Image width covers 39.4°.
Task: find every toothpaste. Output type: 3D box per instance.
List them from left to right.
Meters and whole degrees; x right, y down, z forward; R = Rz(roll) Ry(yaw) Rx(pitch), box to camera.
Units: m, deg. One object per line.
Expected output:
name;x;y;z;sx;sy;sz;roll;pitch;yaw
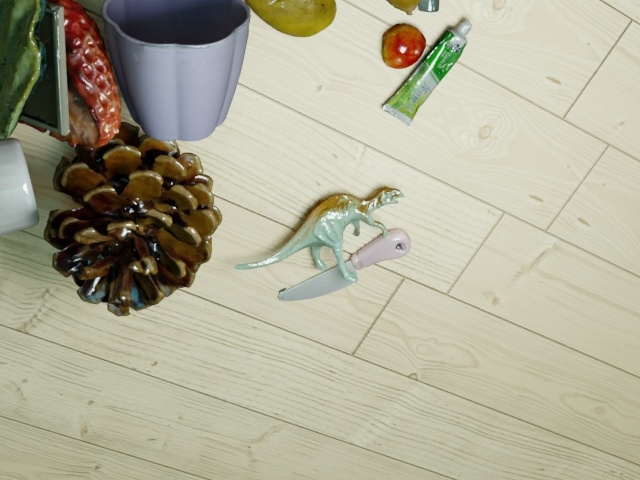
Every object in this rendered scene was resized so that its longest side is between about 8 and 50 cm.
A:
toothpaste;0.229;-0.350;1.852;0.078;0.047;0.248;30;112;-21

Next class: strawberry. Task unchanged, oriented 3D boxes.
strawberry;-0.458;-0.323;1.647;0.280;0.150;0.253;25;123;24

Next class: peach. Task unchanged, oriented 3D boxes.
peach;0.170;-0.388;1.810;0.098;0.061;0.098;-2;113;-4

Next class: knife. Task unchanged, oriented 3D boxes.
knife;0.059;0.070;2.075;0.336;0.043;0.081;-27;127;13

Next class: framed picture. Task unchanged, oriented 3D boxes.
framed picture;-0.572;-0.338;1.615;0.315;0.024;0.232;22;121;28

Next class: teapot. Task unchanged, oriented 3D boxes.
teapot;0.219;-0.509;1.764;0.043;0.043;0.110;0;115;-9

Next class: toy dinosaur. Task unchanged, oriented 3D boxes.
toy dinosaur;0.000;0.000;1.983;0.393;0.092;0.205;-10;118;-3

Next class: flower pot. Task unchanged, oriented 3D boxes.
flower pot;-0.262;-0.327;1.675;0.265;0.265;0.243;-3;132;-8

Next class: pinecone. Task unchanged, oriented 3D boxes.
pinecone;-0.383;-0.019;1.746;0.385;0.384;0.384;-4;120;-7

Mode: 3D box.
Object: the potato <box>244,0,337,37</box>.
potato;-0.083;-0.535;1.641;0.177;0.195;0.369;7;139;37

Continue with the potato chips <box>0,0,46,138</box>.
potato chips;-0.610;-0.389;1.549;0.358;0.070;0.429;40;130;11

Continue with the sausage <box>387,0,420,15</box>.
sausage;0.101;-0.568;1.559;0.123;0.136;0.501;-5;162;19

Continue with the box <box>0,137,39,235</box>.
box;-0.661;-0.081;1.728;0.206;0.291;0.262;-15;145;-17
